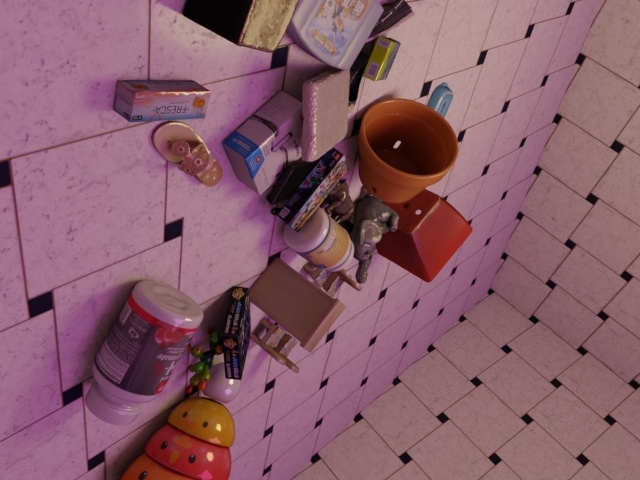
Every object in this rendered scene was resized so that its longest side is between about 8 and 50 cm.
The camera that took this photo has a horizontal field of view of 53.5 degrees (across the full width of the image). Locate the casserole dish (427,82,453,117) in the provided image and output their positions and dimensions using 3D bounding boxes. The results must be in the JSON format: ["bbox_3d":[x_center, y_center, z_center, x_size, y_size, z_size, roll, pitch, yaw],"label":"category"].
[{"bbox_3d":[0.396,-0.440,2.151,0.114,0.037,0.188,-12,130,-53],"label":"casserole dish"}]

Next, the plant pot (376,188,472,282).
[{"bbox_3d":[0.340,-0.058,2.273,0.267,0.267,0.235,-49,141,-11],"label":"plant pot"}]

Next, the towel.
[{"bbox_3d":[0.011,-0.316,1.547,0.282,0.049,0.187,-48,143,-61],"label":"towel"}]

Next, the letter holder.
[{"bbox_3d":[-0.089,-0.518,1.181,0.214,0.152,0.301,-10,129,-56],"label":"letter holder"}]

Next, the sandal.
[{"bbox_3d":[-0.261,-0.173,1.368,0.088,0.079,0.240,-52,152,-5],"label":"sandal"}]

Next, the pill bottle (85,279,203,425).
[{"bbox_3d":[-0.425,0.268,1.498,0.318,0.176,0.176,-59,152,9],"label":"pill bottle"}]

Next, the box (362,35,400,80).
[{"bbox_3d":[0.164,-0.477,1.670,0.109,0.043,0.178,-67,172,21],"label":"box"}]

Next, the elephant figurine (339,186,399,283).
[{"bbox_3d":[0.142,-0.017,2.071,0.239,0.186,0.169,-49,168,-30],"label":"elephant figurine"}]

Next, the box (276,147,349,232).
[{"bbox_3d":[-0.017,-0.133,1.713,0.233,0.044,0.159,-51,169,0],"label":"box"}]

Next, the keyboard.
[{"bbox_3d":[-0.059,-0.147,1.695,0.201,0.033,0.317,-56,168,25],"label":"keyboard"}]

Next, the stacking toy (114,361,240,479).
[{"bbox_3d":[-0.376,0.590,1.898,0.479,0.351,0.350,-70,155,-13],"label":"stacking toy"}]

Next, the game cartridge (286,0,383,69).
[{"bbox_3d":[0.024,-0.514,1.449,0.297,0.062,0.198,19,100,-58],"label":"game cartridge"}]

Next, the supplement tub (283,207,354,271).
[{"bbox_3d":[0.000,0.000,1.865,0.144,0.144,0.200,-54,140,-2],"label":"supplement tub"}]

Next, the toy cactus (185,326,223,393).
[{"bbox_3d":[-0.326,0.325,1.829,0.180,0.112,0.218,-46,155,-59],"label":"toy cactus"}]

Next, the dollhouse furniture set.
[{"bbox_3d":[-0.027,0.238,2.003,0.362,0.256,0.394,-51,152,-6],"label":"dollhouse furniture set"}]

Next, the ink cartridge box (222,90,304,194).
[{"bbox_3d":[-0.118,-0.233,1.518,0.203,0.086,0.148,-45,152,-17],"label":"ink cartridge box"}]

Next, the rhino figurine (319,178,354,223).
[{"bbox_3d":[0.045,-0.128,1.904,0.106,0.073,0.243,-42,152,-12],"label":"rhino figurine"}]

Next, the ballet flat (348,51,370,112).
[{"bbox_3d":[0.090,-0.414,1.683,0.057,0.049,0.173,-27,142,-41],"label":"ballet flat"}]

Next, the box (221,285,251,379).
[{"bbox_3d":[-0.239,0.268,1.823,0.220,0.051,0.175,94,2,-46],"label":"box"}]

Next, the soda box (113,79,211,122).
[{"bbox_3d":[-0.301,-0.269,1.221,0.183,0.058,0.062,-16,134,-49],"label":"soda box"}]

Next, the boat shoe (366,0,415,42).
[{"bbox_3d":[0.151,-0.560,1.631,0.206,0.075,0.064,-36,105,-21],"label":"boat shoe"}]

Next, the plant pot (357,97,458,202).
[{"bbox_3d":[0.233,-0.247,1.886,0.291,0.291,0.203,-37,165,-30],"label":"plant pot"}]
